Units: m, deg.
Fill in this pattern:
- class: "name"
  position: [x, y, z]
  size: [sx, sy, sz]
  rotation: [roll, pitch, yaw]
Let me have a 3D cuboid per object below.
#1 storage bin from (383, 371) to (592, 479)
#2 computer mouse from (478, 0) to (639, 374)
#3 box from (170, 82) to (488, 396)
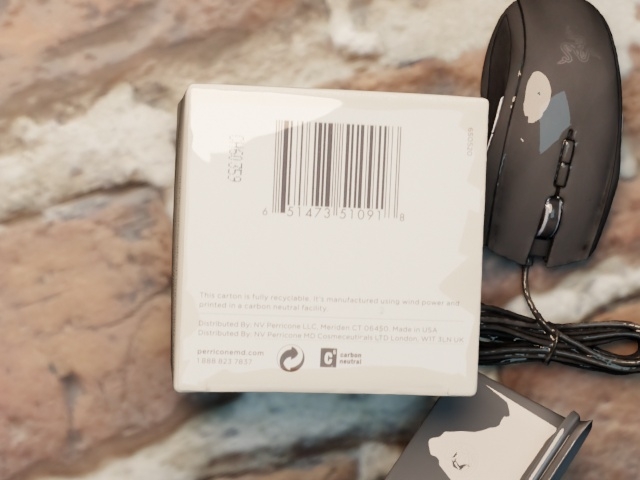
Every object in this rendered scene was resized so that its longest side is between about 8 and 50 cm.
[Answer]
- class: "storage bin"
  position: [0.104, 0.152, 0.839]
  size: [0.091, 0.098, 0.135]
  rotation: [34, 85, 17]
- class: "computer mouse"
  position: [0.188, -0.031, 0.858]
  size: [0.184, 0.060, 0.262]
  rotation: [12, 90, -11]
- class: "box"
  position: [0.000, 0.000, 0.787]
  size: [0.181, 0.119, 0.181]
  rotation: [2, 92, -8]
